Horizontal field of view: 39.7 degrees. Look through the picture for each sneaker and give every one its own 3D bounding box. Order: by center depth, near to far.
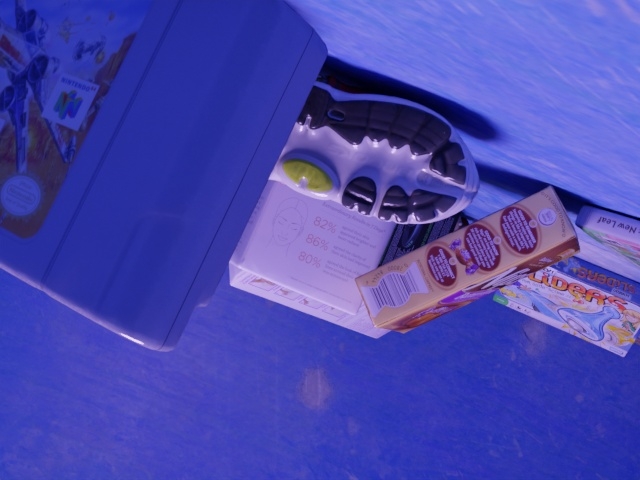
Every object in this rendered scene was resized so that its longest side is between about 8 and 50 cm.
[{"bbox_3d":[-0.013,-0.083,0.670,0.279,0.107,0.118,27,-169,14],"label":"sneaker"}]

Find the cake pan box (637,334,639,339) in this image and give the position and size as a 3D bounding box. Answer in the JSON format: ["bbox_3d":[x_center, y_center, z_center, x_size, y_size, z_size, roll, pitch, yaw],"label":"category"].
[{"bbox_3d":[0.564,0.155,1.382,0.267,0.070,0.246,24,-178,-1],"label":"cake pan box"}]

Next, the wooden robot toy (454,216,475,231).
[{"bbox_3d":[0.185,-0.025,1.275,0.173,0.076,0.079,24,145,35],"label":"wooden robot toy"}]

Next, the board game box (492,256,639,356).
[{"bbox_3d":[0.349,0.077,1.231,0.201,0.035,0.136,23,149,15],"label":"board game box"}]

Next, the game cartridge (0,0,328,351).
[{"bbox_3d":[-0.150,-0.087,0.486,0.297,0.198,0.062,23,180,30],"label":"game cartridge"}]

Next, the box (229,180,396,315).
[{"bbox_3d":[-0.002,-0.036,0.843,0.130,0.170,0.091,25,179,-23],"label":"box"}]

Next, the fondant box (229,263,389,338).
[{"bbox_3d":[0.000,0.000,1.457,0.330,0.238,0.096,23,137,-37],"label":"fondant box"}]

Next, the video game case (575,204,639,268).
[{"bbox_3d":[0.344,0.035,0.751,0.193,0.023,0.212,23,179,43],"label":"video game case"}]

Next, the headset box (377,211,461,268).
[{"bbox_3d":[0.003,-0.055,1.149,0.246,0.131,0.283,23,179,34],"label":"headset box"}]

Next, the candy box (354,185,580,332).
[{"bbox_3d":[0.134,0.022,0.791,0.053,0.187,0.109,66,-167,15],"label":"candy box"}]
